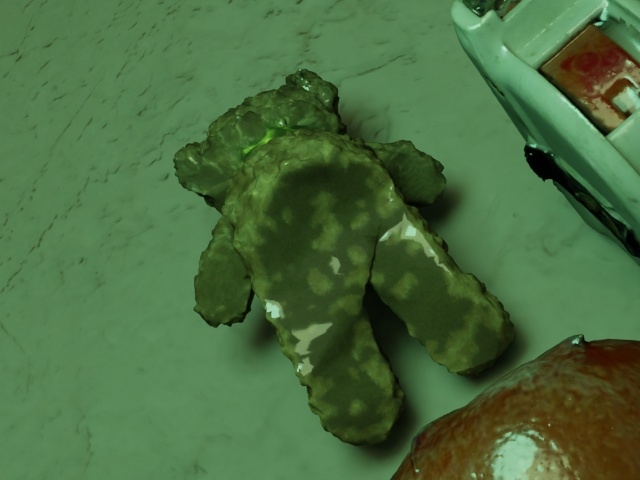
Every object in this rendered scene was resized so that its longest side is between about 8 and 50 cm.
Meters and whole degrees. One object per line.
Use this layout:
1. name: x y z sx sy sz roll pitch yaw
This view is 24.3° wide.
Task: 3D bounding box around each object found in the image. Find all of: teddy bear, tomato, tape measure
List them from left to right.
1. teddy bear: 0.005 0.008 1.269 0.246 0.222 0.296 -34 95 1
2. tomato: 0.176 0.199 0.974 0.265 0.265 0.264 -14 57 22
3. tape measure: 0.228 -0.078 1.105 0.130 0.258 0.265 -39 51 1
